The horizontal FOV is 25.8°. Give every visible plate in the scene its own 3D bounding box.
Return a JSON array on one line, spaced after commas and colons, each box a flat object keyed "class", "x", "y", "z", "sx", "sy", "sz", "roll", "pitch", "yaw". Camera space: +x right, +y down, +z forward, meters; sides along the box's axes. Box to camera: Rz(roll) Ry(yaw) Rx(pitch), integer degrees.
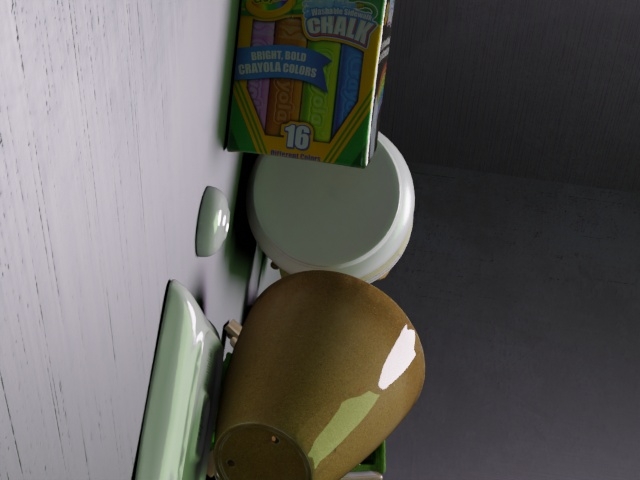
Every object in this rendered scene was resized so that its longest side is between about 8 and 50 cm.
[{"class": "plate", "x": -0.150, "y": 0.201, "z": 1.538, "sx": 0.277, "sy": 0.045, "sz": 0.278, "roll": 78, "pitch": 20, "yaw": -77}]

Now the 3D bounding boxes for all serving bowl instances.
[{"class": "serving bowl", "x": -0.121, "y": -0.020, "z": 1.610, "sx": 0.083, "sy": 0.027, "sz": 0.083, "roll": 9, "pitch": 90, "yaw": -86}]

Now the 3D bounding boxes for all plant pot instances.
[{"class": "plant pot", "x": -0.025, "y": 0.194, "z": 1.638, "sx": 0.254, "sy": 0.237, "sz": 0.237, "roll": -51, "pitch": 151, "yaw": -58}]

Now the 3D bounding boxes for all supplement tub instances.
[{"class": "supplement tub", "x": 0.017, "y": -0.050, "z": 2.016, "sx": 0.325, "sy": 0.235, "sz": 0.235, "roll": 57, "pitch": 41, "yaw": -84}]

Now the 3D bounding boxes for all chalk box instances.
[{"class": "chalk box", "x": -0.006, "y": -0.252, "z": 1.733, "sx": 0.180, "sy": 0.179, "sz": 0.289, "roll": -61, "pitch": 157, "yaw": -77}]

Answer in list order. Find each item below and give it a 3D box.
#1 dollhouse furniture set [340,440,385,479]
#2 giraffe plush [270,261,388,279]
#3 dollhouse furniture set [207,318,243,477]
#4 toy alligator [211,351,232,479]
[{"class": "dollhouse furniture set", "x": 0.034, "y": 0.224, "z": 2.205, "sx": 0.197, "sy": 0.151, "sz": 0.301, "roll": 153, "pitch": -64, "yaw": -83}, {"class": "giraffe plush", "x": 0.000, "y": 0.000, "z": 2.284, "sx": 0.170, "sy": 0.210, "sz": 0.181, "roll": -40, "pitch": -164, "yaw": 30}, {"class": "dollhouse furniture set", "x": -0.134, "y": 0.212, "z": 1.912, "sx": 0.151, "sy": 0.123, "sz": 0.144, "roll": -47, "pitch": 180, "yaw": 7}, {"class": "toy alligator", "x": -0.136, "y": 0.233, "z": 1.787, "sx": 0.051, "sy": 0.056, "sz": 0.189, "roll": -12, "pitch": 119, "yaw": -40}]
